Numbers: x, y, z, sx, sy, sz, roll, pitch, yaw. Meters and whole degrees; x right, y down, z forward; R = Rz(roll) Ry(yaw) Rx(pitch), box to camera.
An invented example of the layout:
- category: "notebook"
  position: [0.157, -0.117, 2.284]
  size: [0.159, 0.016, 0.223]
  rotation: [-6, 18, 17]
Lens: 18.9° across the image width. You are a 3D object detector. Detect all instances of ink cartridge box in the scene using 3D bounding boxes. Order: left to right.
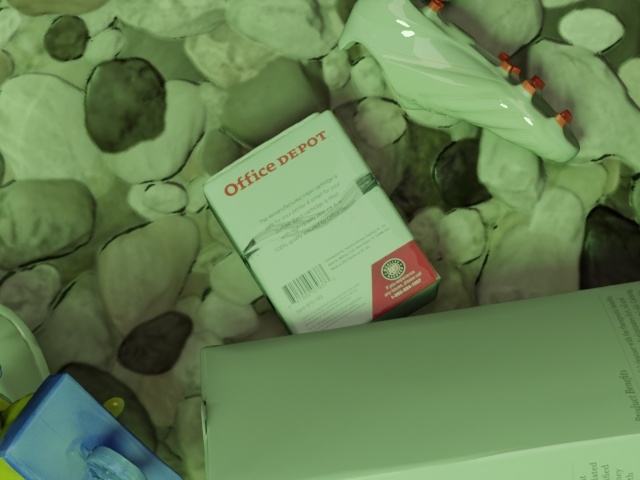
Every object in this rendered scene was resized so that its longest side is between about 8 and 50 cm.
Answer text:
- category: "ink cartridge box"
  position: [0.000, 0.000, 1.377]
  size: [0.109, 0.063, 0.150]
  rotation: [-31, 77, -5]

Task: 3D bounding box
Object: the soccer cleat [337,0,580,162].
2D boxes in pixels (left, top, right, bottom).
- category: "soccer cleat"
  position: [0.102, -0.113, 1.406]
  size: [0.196, 0.068, 0.076]
  rotation: [40, 106, 6]

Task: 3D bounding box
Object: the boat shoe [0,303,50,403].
- category: "boat shoe"
  position: [-0.246, 0.203, 1.314]
  size: [0.116, 0.099, 0.319]
  rotation: [5, 76, -39]

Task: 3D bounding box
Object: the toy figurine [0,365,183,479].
- category: "toy figurine"
  position: [-0.163, 0.183, 1.179]
  size: [0.362, 0.217, 0.191]
  rotation: [47, 55, -19]

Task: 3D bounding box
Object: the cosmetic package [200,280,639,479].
- category: "cosmetic package"
  position: [0.112, 0.146, 1.250]
  size: [0.365, 0.197, 0.155]
  rotation: [-9, 117, 2]
